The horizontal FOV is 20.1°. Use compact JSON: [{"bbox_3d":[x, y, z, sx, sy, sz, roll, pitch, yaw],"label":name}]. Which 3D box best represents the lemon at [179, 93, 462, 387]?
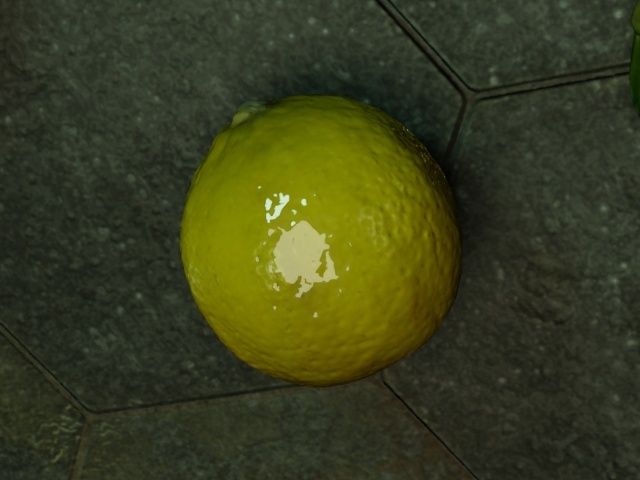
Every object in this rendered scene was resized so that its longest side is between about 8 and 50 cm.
[{"bbox_3d":[0.001,0.001,1.715,0.293,0.293,0.293,4,114,10],"label":"lemon"}]

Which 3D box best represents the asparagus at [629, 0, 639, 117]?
[{"bbox_3d":[0.327,-0.251,1.644,0.080,0.080,0.287,13,121,6],"label":"asparagus"}]
